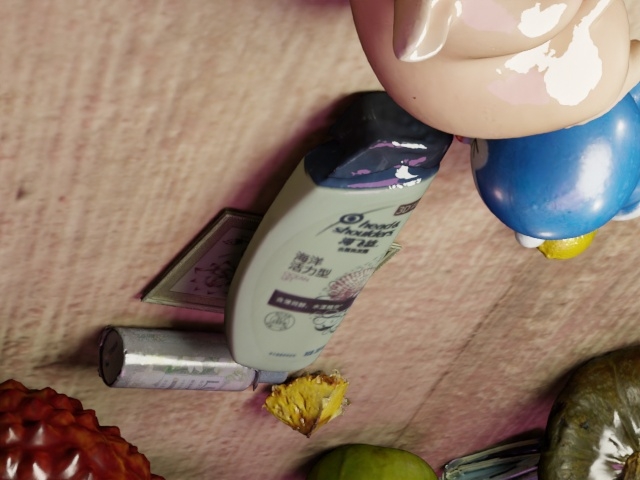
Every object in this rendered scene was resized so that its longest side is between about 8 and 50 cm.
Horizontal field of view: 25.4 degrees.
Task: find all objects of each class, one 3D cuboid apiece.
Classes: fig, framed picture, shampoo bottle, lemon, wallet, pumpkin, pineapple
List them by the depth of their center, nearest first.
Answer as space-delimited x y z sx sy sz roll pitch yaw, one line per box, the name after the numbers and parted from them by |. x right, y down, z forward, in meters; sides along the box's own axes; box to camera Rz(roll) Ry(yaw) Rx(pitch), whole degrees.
0.000 0.000 1.381 0.134 0.078 0.359 3 141 -25 | shampoo bottle
-0.051 0.034 1.495 0.231 0.010 0.173 10 141 -36 | framed picture
0.253 -0.012 1.503 0.092 0.065 0.065 -12 151 -23 | lemon
-0.135 0.133 1.565 0.214 0.072 0.072 6 144 -32 | shampoo bottle
0.001 0.201 1.740 0.114 0.077 0.114 -30 160 31 | pineapple
0.405 0.258 1.836 0.325 0.232 0.242 -36 168 10 | pumpkin
0.060 0.391 1.931 0.203 0.225 0.203 9 144 6 | fig
0.303 0.375 2.157 0.176 0.075 0.250 -19 149 18 | wallet

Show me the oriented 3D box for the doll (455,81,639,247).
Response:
0.237 -0.087 1.303 0.257 0.161 0.215 6 110 -56 | doll

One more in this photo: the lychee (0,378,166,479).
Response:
-0.339 0.347 1.512 0.424 0.500 0.425 10 124 16 | lychee

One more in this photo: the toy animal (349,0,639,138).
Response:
0.129 -0.183 1.048 0.213 0.195 0.256 -25 146 1 | toy animal
